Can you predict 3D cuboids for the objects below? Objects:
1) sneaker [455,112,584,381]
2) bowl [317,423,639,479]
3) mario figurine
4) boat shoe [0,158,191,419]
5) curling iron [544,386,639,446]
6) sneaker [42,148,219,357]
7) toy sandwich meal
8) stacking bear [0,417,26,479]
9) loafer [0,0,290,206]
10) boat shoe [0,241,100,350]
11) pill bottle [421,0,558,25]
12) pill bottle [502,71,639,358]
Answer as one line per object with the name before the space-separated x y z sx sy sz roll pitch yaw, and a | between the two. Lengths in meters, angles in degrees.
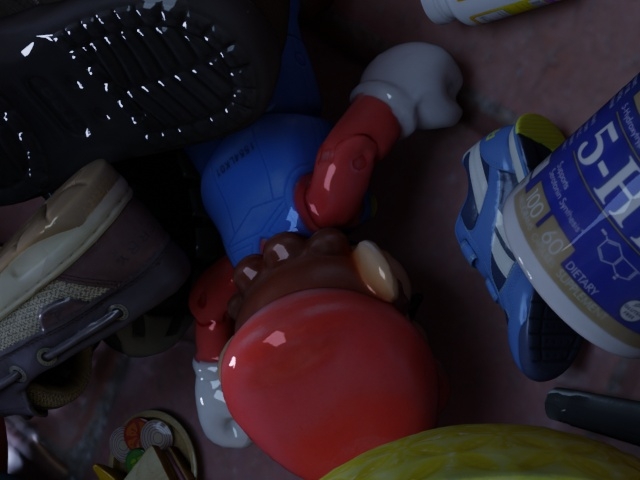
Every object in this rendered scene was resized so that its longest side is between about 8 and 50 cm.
sneaker | 0.108 0.007 1.028 0.059 0.053 0.144 -15 73 41
bowl | 0.082 0.196 0.950 0.289 0.289 0.156 -55 14 22
mario figurine | 0.000 0.000 1.096 0.198 0.170 0.320 106 151 -57
boat shoe | -0.175 0.061 1.106 0.092 0.103 0.285 44 130 -6
curling iron | 0.223 0.120 0.938 0.274 0.035 0.068 20 99 37
sneaker | -0.136 -0.048 1.211 0.106 0.101 0.267 -31 62 48
toy sandwich meal | -0.111 0.149 1.206 0.085 0.029 0.085 -2 86 38
stacking bear | -0.185 0.235 1.176 0.289 0.175 0.164 28 135 37
loafer | -0.148 -0.111 1.098 0.366 0.134 0.130 -3 43 38
boat shoe | -0.193 0.025 1.265 0.083 0.065 0.183 -46 49 1
pill bottle | 0.097 -0.144 1.048 0.083 0.043 0.043 -13 79 37
pill bottle | 0.189 -0.038 0.926 0.187 0.112 0.112 -45 62 28
